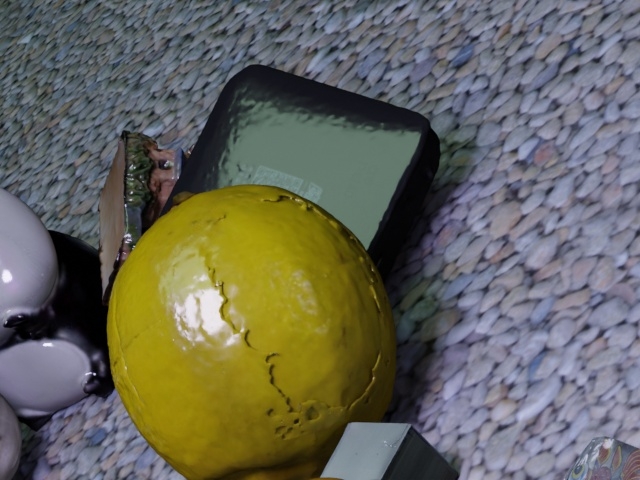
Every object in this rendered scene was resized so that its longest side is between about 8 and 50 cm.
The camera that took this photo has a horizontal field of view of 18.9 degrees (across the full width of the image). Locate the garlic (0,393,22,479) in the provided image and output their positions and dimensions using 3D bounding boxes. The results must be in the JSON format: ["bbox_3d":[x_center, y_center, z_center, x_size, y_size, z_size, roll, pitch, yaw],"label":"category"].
[{"bbox_3d":[-0.462,0.262,2.256,0.292,0.210,0.237,23,97,59],"label":"garlic"}]

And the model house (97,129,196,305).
[{"bbox_3d":[-0.171,-0.012,2.308,0.166,0.172,0.182,120,153,-54],"label":"model house"}]

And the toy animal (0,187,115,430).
[{"bbox_3d":[-0.394,0.064,2.354,0.251,0.310,0.251,-32,30,21],"label":"toy animal"}]

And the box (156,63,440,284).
[{"bbox_3d":[-0.037,-0.032,2.089,0.289,0.073,0.290,20,80,33],"label":"box"}]

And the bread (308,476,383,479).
[{"bbox_3d":[0.045,0.272,1.548,0.311,0.121,0.172,0,52,24],"label":"bread"}]

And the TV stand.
[{"bbox_3d":[0.014,0.292,1.697,0.088,0.083,0.269,-4,46,50],"label":"TV stand"}]

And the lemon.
[{"bbox_3d":[-0.067,0.095,1.859,0.297,0.297,0.297,-34,28,21],"label":"lemon"}]

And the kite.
[{"bbox_3d":[0.263,0.205,1.543,0.229,0.016,0.127,-10,46,50],"label":"kite"}]
